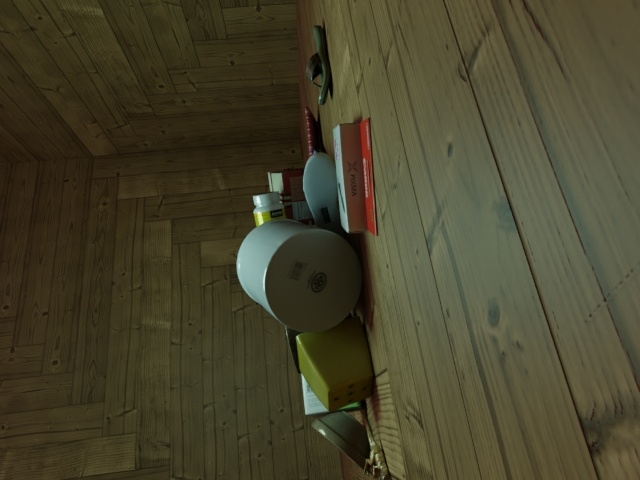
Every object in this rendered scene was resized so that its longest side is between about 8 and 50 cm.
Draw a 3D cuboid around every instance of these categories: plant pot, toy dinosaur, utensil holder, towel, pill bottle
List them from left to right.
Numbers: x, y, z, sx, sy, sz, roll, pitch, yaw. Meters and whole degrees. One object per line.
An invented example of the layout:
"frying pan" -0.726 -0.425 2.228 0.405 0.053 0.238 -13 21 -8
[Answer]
"pill bottle" -0.184 -0.073 1.632 0.119 0.119 0.209 -118 17 -80
"utensil holder" -0.077 0.101 1.419 0.385 0.327 0.328 -165 68 -68
"towel" -0.035 -0.489 2.143 0.199 0.031 0.275 30 -128 -76
"plant pot" 0.009 0.330 1.540 0.215 0.230 0.216 165 90 -89
"plant pot" 0.057 0.396 1.356 0.212 0.212 0.187 88 162 -44
"plant pot" 0.092 0.663 1.486 0.237 0.110 0.237 36 161 15
"toy dinosaur" 0.159 0.612 1.259 0.211 0.064 0.112 -118 38 -55

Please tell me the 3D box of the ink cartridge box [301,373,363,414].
"ink cartridge box" 0.037 0.495 1.620 0.115 0.198 0.273 61 -161 -59

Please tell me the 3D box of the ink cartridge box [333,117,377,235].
"ink cartridge box" 0.083 -0.155 1.096 0.239 0.060 0.275 -111 16 -80

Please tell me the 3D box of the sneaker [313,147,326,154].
"sneaker" -0.002 -0.391 2.014 0.144 0.053 0.059 -101 4 -60

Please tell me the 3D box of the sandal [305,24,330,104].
"sandal" -0.015 -0.628 1.580 0.120 0.086 0.303 100 163 -77

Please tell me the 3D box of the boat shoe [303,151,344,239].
"boat shoe" 0.020 -0.165 1.607 0.156 0.135 0.367 -97 -7 -59

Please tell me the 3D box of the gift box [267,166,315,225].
"gift box" -0.058 -0.176 1.805 0.258 0.276 0.255 -157 64 -68

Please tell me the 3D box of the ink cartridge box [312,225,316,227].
"ink cartridge box" -0.058 0.066 2.143 0.197 0.114 0.273 42 126 52
